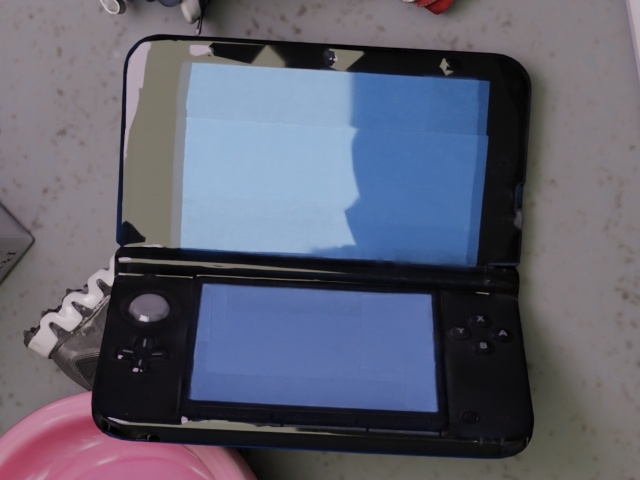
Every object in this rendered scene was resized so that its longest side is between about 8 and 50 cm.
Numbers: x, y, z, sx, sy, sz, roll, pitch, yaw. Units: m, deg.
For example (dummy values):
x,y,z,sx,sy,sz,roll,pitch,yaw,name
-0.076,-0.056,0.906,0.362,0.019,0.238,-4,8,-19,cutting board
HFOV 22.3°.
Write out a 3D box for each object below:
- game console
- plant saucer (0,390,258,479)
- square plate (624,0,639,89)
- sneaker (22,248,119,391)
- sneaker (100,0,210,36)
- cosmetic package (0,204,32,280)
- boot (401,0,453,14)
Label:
x,y,z,sx,sy,sz,roll,pitch,yaw,name
0.000,0.000,1.103,0.293,0.250,0.173,3,126,-1,game console
-0.150,0.278,1.191,0.332,0.084,0.332,-8,74,31,plant saucer
0.296,-0.185,1.009,0.344,0.049,0.347,-14,84,57,square plate
-0.112,0.034,1.228,0.234,0.078,0.106,-44,85,13,sneaker
-0.076,-0.235,1.210,0.235,0.094,0.153,-13,95,8,sneaker
-0.397,0.027,1.149,0.156,0.385,0.217,44,104,13,cosmetic package
0.003,-0.204,1.144,0.244,0.088,0.176,-33,115,-4,boot
